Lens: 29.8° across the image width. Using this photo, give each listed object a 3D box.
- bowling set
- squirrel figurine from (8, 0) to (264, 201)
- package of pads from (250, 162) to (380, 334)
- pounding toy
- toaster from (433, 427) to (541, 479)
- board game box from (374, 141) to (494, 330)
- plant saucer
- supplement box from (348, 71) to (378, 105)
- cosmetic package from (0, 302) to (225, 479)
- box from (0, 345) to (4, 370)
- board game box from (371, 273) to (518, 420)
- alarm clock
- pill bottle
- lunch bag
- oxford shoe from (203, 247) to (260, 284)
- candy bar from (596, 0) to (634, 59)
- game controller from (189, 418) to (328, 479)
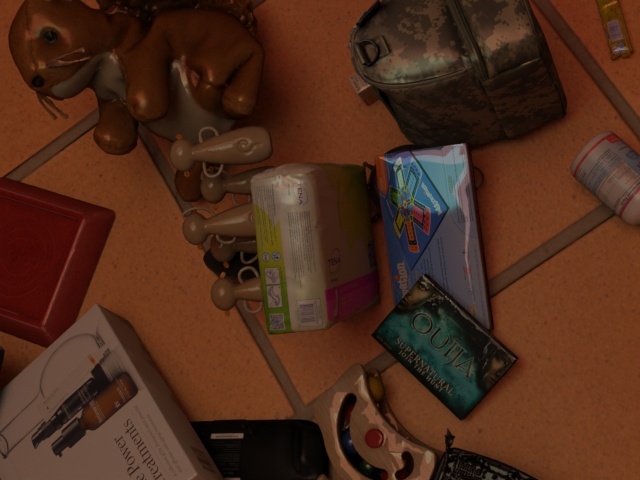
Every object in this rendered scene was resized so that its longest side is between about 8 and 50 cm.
[{"bbox_3d":[-0.129,-0.031,1.862,0.154,0.200,0.286,-9,90,1],"label":"bowling set"},{"bbox_3d":[-0.294,-0.318,1.908,0.371,0.281,0.396,18,59,-16],"label":"squirrel figurine"},{"bbox_3d":[0.000,0.000,1.735,0.101,0.296,0.229,-6,93,18],"label":"package of pads"},{"bbox_3d":[0.084,0.304,1.728,0.154,0.155,0.269,-26,68,15],"label":"pounding toy"},{"bbox_3d":[0.231,0.383,1.681,0.168,0.110,0.185,19,82,22],"label":"toaster"},{"bbox_3d":[0.170,0.002,1.807,0.145,0.027,0.281,-7,92,16],"label":"board game box"},{"bbox_3d":[-0.511,0.032,2.070,0.259,0.048,0.259,16,82,22],"label":"plant saucer"},{"bbox_3d":[0.101,-0.264,1.930,0.098,0.062,0.036,-32,69,9],"label":"supplement box"},{"bbox_3d":[-0.351,0.325,1.865,0.284,0.097,0.377,-44,53,6],"label":"cosmetic package"},{"bbox_3d":[-0.701,0.341,1.911,0.294,0.212,0.395,-5,71,43],"label":"box"},{"bbox_3d":[0.182,0.156,1.778,0.186,0.026,0.126,43,104,15],"label":"board game box"},{"bbox_3d":[0.158,-0.087,1.865,0.192,0.064,0.129,-7,73,14],"label":"alarm clock"},{"bbox_3d":[0.448,-0.079,1.746,0.087,0.087,0.160,-45,67,3],"label":"pill bottle"},{"bbox_3d":[0.197,-0.262,1.765,0.256,0.305,0.212,-24,69,10],"label":"lunch bag"},{"bbox_3d":[-0.101,0.061,1.909,0.212,0.076,0.076,21,56,35],"label":"oxford shoe"},{"bbox_3d":[0.448,-0.352,1.858,0.040,0.018,0.161,-17,71,18],"label":"candy bar"},{"bbox_3d":[-0.142,0.358,1.853,0.319,0.067,0.166,-4,60,18],"label":"game controller"}]
